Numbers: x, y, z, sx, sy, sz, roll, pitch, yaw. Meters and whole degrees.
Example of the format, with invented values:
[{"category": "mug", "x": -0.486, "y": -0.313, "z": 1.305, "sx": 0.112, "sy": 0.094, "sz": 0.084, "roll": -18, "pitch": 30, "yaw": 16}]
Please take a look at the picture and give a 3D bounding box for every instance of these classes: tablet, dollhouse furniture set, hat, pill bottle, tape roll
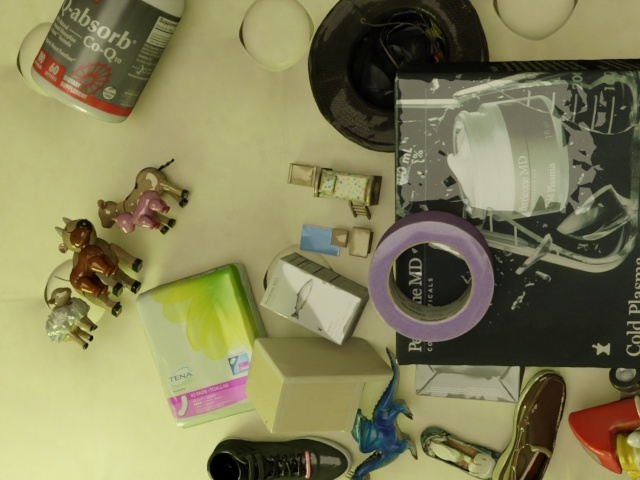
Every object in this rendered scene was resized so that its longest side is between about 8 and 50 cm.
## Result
[{"category": "tablet", "x": 0.000, "y": 0.000, "z": 1.942, "sx": 0.083, "sy": 0.006, "sz": 0.054, "roll": 10, "pitch": 99, "yaw": 14}, {"category": "dollhouse furniture set", "x": 0.011, "y": -0.058, "z": 1.878, "sx": 0.182, "sy": 0.101, "sz": 0.161, "roll": 9, "pitch": 95, "yaw": 13}, {"category": "hat", "x": 0.139, "y": -0.333, "z": 1.799, "sx": 0.331, "sy": 0.134, "sz": 0.331, "roll": 1, "pitch": 104, "yaw": 3}, {"category": "pill bottle", "x": -0.391, "y": -0.429, "z": 1.890, "sx": 0.210, "sy": 0.210, "sz": 0.363, "roll": 33, "pitch": 103, "yaw": 9}, {"category": "tape roll", "x": 0.169, "y": 0.053, "z": 1.487, "sx": 0.189, "sy": 0.080, "sz": 0.189, "roll": 2, "pitch": 104, "yaw": 8}]

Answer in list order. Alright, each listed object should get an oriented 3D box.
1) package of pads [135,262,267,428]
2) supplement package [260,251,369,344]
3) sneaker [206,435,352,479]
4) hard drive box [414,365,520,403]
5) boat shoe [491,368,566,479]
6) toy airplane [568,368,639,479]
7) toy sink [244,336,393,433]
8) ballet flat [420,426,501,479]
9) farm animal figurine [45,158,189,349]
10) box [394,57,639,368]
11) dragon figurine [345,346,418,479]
[{"category": "package of pads", "x": -0.227, "y": 0.214, "z": 1.977, "sx": 0.229, "sy": 0.101, "sz": 0.296, "roll": -17, "pitch": 91, "yaw": 14}, {"category": "supplement package", "x": -0.008, "y": 0.112, "z": 1.905, "sx": 0.179, "sy": 0.105, "sz": 0.105, "roll": 25, "pitch": 102, "yaw": 11}, {"category": "sneaker", "x": -0.091, "y": 0.454, "z": 1.945, "sx": 0.296, "sy": 0.147, "sz": 0.104, "roll": 1, "pitch": 95, "yaw": 13}, {"category": "hard drive box", "x": 0.278, "y": 0.218, "z": 1.778, "sx": 0.181, "sy": 0.232, "sz": 0.089, "roll": 3, "pitch": 96, "yaw": 13}, {"category": "boat shoe", "x": 0.406, "y": 0.372, "z": 1.819, "sx": 0.095, "sy": 0.095, "sz": 0.257, "roll": 14, "pitch": 99, "yaw": -15}, {"category": "toy airplane", "x": 0.647, "y": 0.367, "z": 1.624, "sx": 0.386, "sy": 0.384, "sz": 0.272, "roll": 28, "pitch": 63, "yaw": -4}, {"category": "toy sink", "x": -0.004, "y": 0.275, "z": 1.858, "sx": 0.234, "sy": 0.153, "sz": 0.131, "roll": 2, "pitch": 112, "yaw": -27}, {"category": "ballet flat", "x": 0.278, "y": 0.422, "z": 1.889, "sx": 0.188, "sy": 0.070, "sz": 0.070, "roll": 20, "pitch": 101, "yaw": 11}, {"category": "farm animal figurine", "x": -0.433, "y": 0.010, "z": 1.952, "sx": 0.172, "sy": 0.330, "sz": 0.327, "roll": 32, "pitch": 131, "yaw": 7}, {"category": "box", "x": 0.362, "y": -0.056, "z": 1.628, "sx": 0.472, "sy": 0.297, "sz": 0.480, "roll": 0, "pitch": 103, "yaw": 8}, {"category": "dragon figurine", "x": 0.105, "y": 0.363, "z": 1.895, "sx": 0.144, "sy": 0.085, "sz": 0.289, "roll": -9, "pitch": 102, "yaw": -5}]
